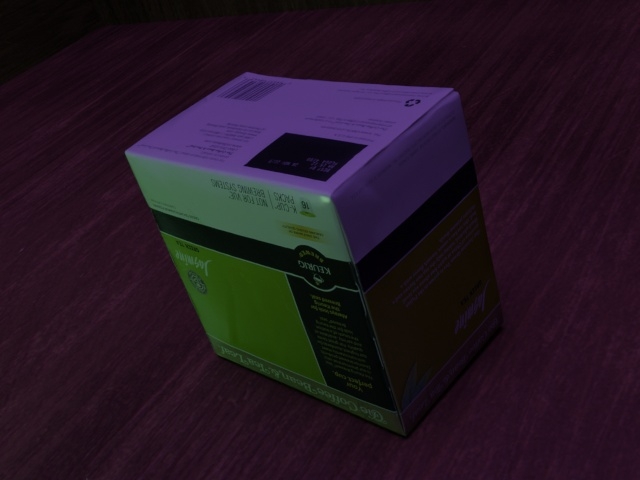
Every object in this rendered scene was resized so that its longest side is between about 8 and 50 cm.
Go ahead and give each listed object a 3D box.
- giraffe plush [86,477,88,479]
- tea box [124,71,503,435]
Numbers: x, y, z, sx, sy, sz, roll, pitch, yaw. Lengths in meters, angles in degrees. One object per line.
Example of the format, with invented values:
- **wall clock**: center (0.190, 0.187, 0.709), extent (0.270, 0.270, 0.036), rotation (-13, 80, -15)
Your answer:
- **giraffe plush**: center (-0.122, 0.303, 0.722), extent (0.170, 0.210, 0.181), rotation (5, 23, -11)
- **tea box**: center (0.000, 0.000, 0.986), extent (0.329, 0.323, 0.220), rotation (15, 44, 41)
